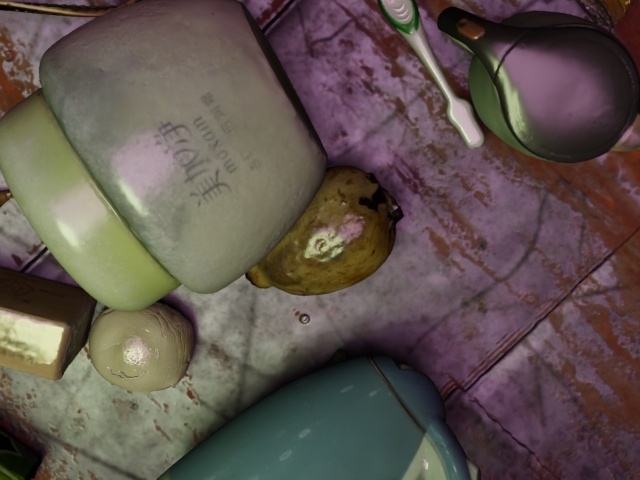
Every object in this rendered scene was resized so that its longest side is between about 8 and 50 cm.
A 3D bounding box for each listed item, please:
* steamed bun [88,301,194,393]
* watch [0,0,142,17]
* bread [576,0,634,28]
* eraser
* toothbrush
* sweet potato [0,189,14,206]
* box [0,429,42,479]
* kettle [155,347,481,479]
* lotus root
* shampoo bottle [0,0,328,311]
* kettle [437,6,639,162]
[{"bbox_3d":[-0.224,0.130,1.425,0.130,0.091,0.112,14,100,-1],"label":"steamed bun"},{"bbox_3d":[-0.275,-0.333,1.289,0.268,0.102,0.165,4,114,26],"label":"watch"},{"bbox_3d":[0.323,-0.323,1.332,0.094,0.083,0.157,-20,99,-7],"label":"bread"},{"bbox_3d":[-0.455,0.073,1.394,0.343,0.144,0.078,15,103,-1],"label":"eraser"},{"bbox_3d":[0.085,-0.290,1.359,0.042,0.040,0.418,-30,99,12],"label":"toothbrush"},{"bbox_3d":[-0.478,-0.035,1.417,0.206,0.060,0.068,-9,140,-7],"label":"sweet potato"},{"bbox_3d":[-0.514,0.221,1.431,0.345,0.134,0.097,38,96,-7],"label":"box"},{"bbox_3d":[0.022,0.302,1.358,0.342,0.247,0.319,-39,55,1],"label":"kettle"},{"bbox_3d":[0.000,0.000,1.380,0.214,0.138,0.138,-36,98,19],"label":"lotus root"},{"bbox_3d":[-0.165,-0.101,1.262,0.317,0.322,0.322,-34,99,-2],"label":"shampoo bottle"},{"bbox_3d":[0.231,-0.182,1.269,0.240,0.255,0.165,32,103,-4],"label":"kettle"}]
